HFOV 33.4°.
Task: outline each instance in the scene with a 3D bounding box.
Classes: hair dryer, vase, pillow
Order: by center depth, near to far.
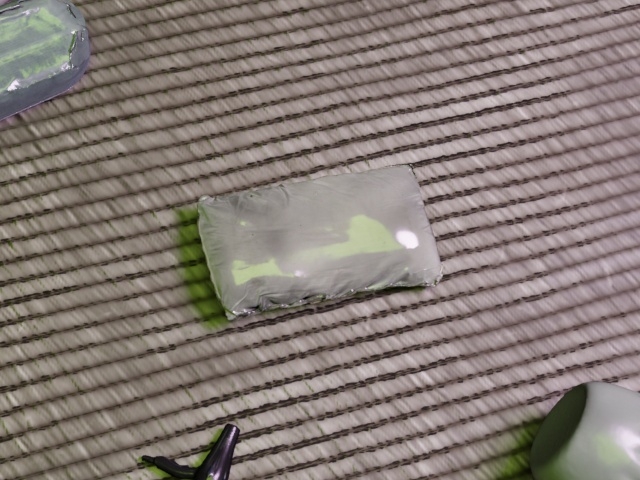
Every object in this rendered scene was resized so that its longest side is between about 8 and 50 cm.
[{"bbox_3d":[0.313,0.229,0.949,0.248,0.128,0.128,32,72,-4],"label":"vase"},{"bbox_3d":[-0.120,0.197,0.971,0.083,0.031,0.079,16,61,9],"label":"hair dryer"},{"bbox_3d":[0.000,0.000,1.028,0.229,0.051,0.128,-9,76,-10],"label":"pillow"}]

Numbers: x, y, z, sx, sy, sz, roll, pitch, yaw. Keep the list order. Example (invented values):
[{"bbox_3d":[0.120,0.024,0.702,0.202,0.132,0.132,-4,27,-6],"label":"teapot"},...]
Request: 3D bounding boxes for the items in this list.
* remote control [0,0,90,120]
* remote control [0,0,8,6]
[{"bbox_3d":[-0.341,-0.164,1.039,0.247,0.052,0.104,-29,86,-20],"label":"remote control"},{"bbox_3d":[-0.363,-0.249,1.086,0.067,0.029,0.261,39,73,6],"label":"remote control"}]
